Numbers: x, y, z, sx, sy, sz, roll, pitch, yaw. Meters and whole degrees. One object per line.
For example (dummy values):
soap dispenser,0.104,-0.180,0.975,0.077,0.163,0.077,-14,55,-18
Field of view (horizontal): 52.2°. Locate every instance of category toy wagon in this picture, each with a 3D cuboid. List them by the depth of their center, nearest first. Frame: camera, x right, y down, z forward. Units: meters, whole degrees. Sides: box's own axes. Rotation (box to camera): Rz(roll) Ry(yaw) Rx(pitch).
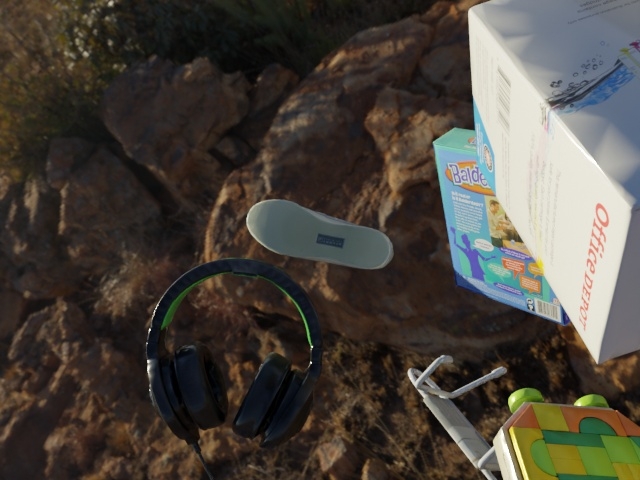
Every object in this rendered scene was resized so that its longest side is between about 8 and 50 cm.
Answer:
toy wagon,0.443,0.353,0.998,0.267,0.344,0.068,-94,13,-50

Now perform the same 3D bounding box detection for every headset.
headset,-0.127,0.221,0.946,0.243,0.185,0.395,7,88,0

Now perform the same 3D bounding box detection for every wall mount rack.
wall mount rack,0.351,0.362,1.346,0.130,0.304,0.350,-50,51,13

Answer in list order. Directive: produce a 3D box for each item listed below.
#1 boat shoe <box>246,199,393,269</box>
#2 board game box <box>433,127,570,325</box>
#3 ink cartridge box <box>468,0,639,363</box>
boat shoe,0.001,-0.001,0.979,0.227,0.081,0.079,16,85,16
board game box,0.220,-0.018,0.760,0.047,0.210,0.160,-35,36,-29
ink cartridge box,0.231,-0.067,0.476,0.168,0.171,0.233,-17,49,1
